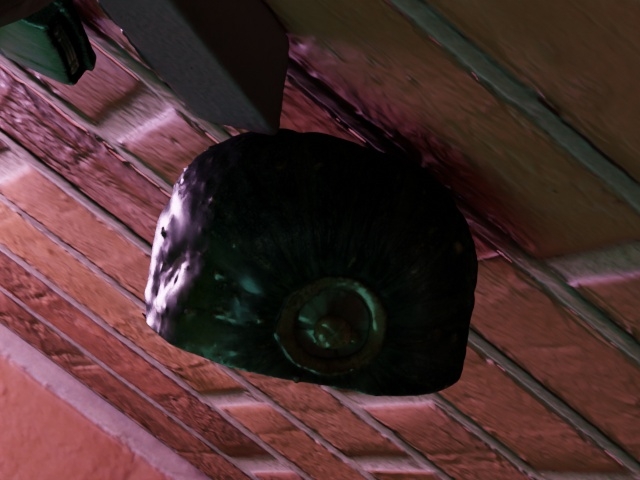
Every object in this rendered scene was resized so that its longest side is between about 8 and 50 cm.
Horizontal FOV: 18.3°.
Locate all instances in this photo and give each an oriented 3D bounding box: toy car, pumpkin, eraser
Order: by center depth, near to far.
[{"bbox_3d":[-0.138,-0.227,1.642,0.111,0.077,0.352,14,154,41],"label":"eraser"},{"bbox_3d":[0.000,0.000,1.775,0.293,0.197,0.263,11,-168,3],"label":"pumpkin"},{"bbox_3d":[-0.370,-0.250,1.950,0.320,0.097,0.141,29,162,17],"label":"toy car"}]

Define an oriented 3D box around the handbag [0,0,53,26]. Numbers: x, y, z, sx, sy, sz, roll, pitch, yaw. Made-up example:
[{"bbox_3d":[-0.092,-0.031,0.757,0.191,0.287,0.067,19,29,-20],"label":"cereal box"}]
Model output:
[{"bbox_3d":[-0.382,-0.264,1.755,0.316,0.253,0.109,27,120,22],"label":"handbag"}]
